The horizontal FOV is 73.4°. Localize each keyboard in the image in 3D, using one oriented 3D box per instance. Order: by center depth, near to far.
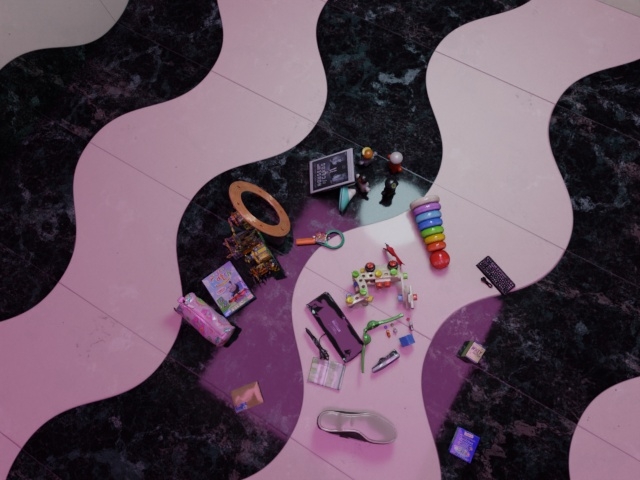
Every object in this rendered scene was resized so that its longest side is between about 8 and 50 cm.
[{"bbox_3d":[0.038,0.408,1.927,0.201,0.033,0.317,-32,75,-12],"label":"keyboard"},{"bbox_3d":[0.784,0.165,1.942,0.108,0.023,0.180,-37,76,-5],"label":"keyboard"}]

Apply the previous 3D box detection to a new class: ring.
[{"bbox_3d":[-0.279,-0.140,1.960,0.032,0.336,0.337,-46,75,24],"label":"ring"}]

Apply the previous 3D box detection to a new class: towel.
[{"bbox_3d":[0.027,0.584,1.887,0.152,0.023,0.113,13,76,7],"label":"towel"}]

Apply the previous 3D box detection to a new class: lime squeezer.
[{"bbox_3d":[0.233,0.426,1.892,0.110,0.059,0.310,36,74,8],"label":"lime squeezer"}]

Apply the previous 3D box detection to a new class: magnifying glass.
[{"bbox_3d":[0.000,0.000,2.039,0.230,0.026,0.092,-4,75,1],"label":"magnifying glass"}]

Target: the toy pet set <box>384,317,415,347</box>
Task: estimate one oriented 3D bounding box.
[{"bbox_3d":[0.358,0.408,1.887,0.122,0.065,0.114,-20,75,-1],"label":"toy pet set"}]

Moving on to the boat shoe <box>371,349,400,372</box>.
[{"bbox_3d":[0.280,0.528,1.876,0.142,0.049,0.040,-31,57,-6],"label":"boat shoe"}]

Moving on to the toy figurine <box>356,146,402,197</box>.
[{"bbox_3d":[0.278,-0.324,2.036,0.209,0.148,0.213,14,78,7],"label":"toy figurine"}]

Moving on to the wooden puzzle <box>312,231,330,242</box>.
[{"bbox_3d":[0.003,-0.015,2.026,0.083,0.006,0.049,12,76,6],"label":"wooden puzzle"}]

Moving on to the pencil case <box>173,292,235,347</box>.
[{"bbox_3d":[-0.521,0.354,1.935,0.284,0.124,0.124,38,81,11],"label":"pencil case"}]

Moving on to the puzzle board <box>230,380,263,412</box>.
[{"bbox_3d":[-0.324,0.689,1.892,0.128,0.011,0.096,-21,77,-1],"label":"puzzle board"}]

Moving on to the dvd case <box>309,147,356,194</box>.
[{"bbox_3d":[0.056,-0.328,2.057,0.238,0.029,0.179,-12,68,27],"label":"dvd case"}]

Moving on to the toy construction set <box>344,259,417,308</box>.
[{"bbox_3d":[0.269,0.205,1.901,0.327,0.151,0.215,4,51,-3],"label":"toy construction set"}]

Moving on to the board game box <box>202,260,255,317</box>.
[{"bbox_3d":[-0.428,0.227,2.002,0.160,0.039,0.211,-36,75,-5],"label":"board game box"}]

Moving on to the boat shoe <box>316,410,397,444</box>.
[{"bbox_3d":[0.150,0.780,1.805,0.335,0.095,0.112,10,63,2],"label":"boat shoe"}]

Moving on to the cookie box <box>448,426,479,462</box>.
[{"bbox_3d":[0.592,0.841,1.773,0.091,0.040,0.107,26,79,10],"label":"cookie box"}]

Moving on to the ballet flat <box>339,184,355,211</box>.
[{"bbox_3d":[0.127,-0.259,2.065,0.087,0.083,0.247,-1,76,-1],"label":"ballet flat"}]

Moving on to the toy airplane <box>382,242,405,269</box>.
[{"bbox_3d":[0.336,0.068,1.949,0.028,0.151,0.151,-37,76,-4],"label":"toy airplane"}]

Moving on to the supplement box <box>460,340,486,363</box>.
[{"bbox_3d":[0.654,0.478,1.839,0.056,0.083,0.083,34,80,12],"label":"supplement box"}]

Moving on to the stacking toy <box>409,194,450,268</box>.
[{"bbox_3d":[0.515,-0.033,1.959,0.141,0.141,0.330,-14,79,0],"label":"stacking toy"}]

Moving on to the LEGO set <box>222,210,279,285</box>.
[{"bbox_3d":[-0.346,0.038,1.940,0.192,0.255,0.331,-31,72,-4],"label":"LEGO set"}]
